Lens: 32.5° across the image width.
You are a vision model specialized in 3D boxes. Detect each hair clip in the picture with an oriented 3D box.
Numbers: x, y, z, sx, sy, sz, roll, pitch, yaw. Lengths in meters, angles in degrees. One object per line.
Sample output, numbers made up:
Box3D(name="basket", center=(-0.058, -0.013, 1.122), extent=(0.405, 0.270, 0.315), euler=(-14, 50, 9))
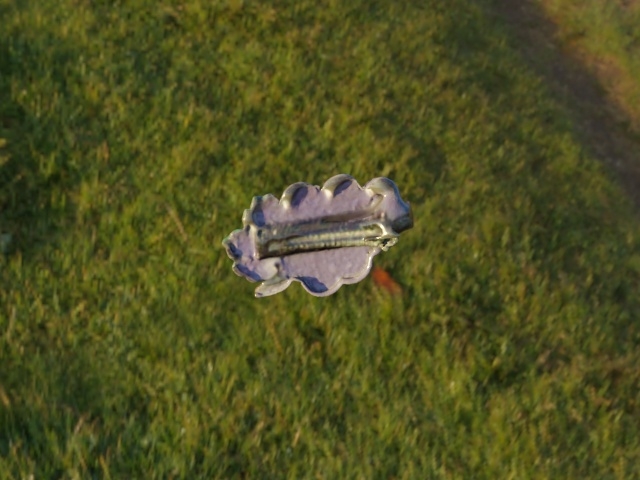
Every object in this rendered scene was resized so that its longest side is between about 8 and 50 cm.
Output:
Box3D(name="hair clip", center=(0.000, 0.000, 1.102), extent=(0.195, 0.124, 0.052), euler=(-11, 14, -6))
